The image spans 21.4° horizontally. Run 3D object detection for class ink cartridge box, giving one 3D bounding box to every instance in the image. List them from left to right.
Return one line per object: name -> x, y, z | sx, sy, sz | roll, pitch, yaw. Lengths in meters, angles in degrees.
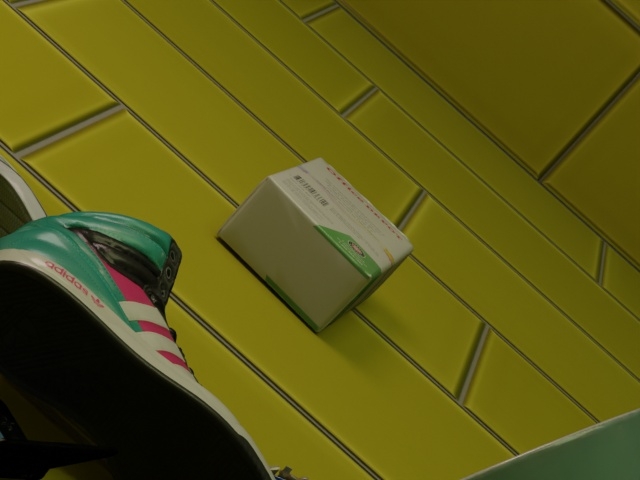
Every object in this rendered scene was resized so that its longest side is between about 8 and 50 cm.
ink cartridge box -> 0.000, 0.000, 1.832 | 0.154, 0.093, 0.212 | 44, 18, 5

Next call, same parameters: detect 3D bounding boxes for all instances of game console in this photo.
game console -> -0.213, 0.118, 1.105 | 0.122, 0.071, 0.107 | 17, 30, -55

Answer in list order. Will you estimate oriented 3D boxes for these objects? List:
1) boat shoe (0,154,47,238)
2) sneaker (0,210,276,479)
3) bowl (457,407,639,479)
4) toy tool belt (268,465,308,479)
boat shoe -> -0.266, -0.039, 1.353 | 0.226, 0.083, 0.076 | 48, 19, 23
sneaker -> -0.131, 0.089, 1.243 | 0.295, 0.124, 0.178 | 49, 22, -18
bowl -> 0.135, 0.253, 1.228 | 0.311, 0.311, 0.163 | 4, 60, -64
toy tool belt -> -0.026, 0.206, 1.333 | 0.083, 0.051, 0.052 | 29, 21, -38
